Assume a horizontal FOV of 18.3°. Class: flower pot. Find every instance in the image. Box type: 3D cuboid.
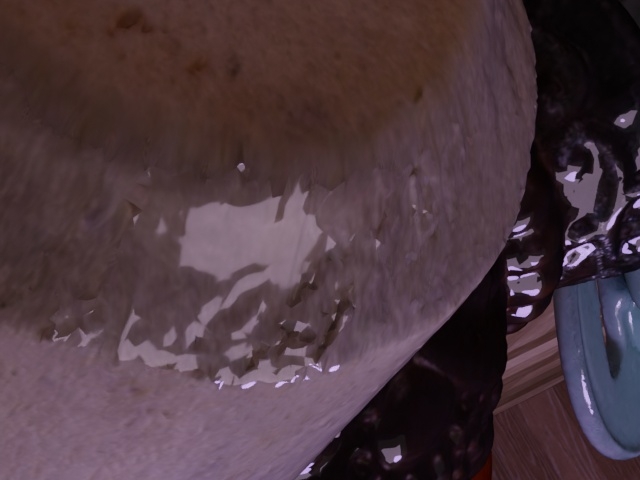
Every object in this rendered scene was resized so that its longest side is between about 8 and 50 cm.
[{"bbox_3d":[0.000,0.000,0.836,0.267,0.266,0.266,-38,172,-23],"label":"flower pot"}]

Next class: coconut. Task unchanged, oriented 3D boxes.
[{"bbox_3d":[-0.077,-0.031,0.542,0.237,0.237,0.266,-21,159,-37],"label":"coconut"}]

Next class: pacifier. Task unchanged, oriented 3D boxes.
[{"bbox_3d":[0.160,-0.025,1.271,0.269,0.288,0.343,1,-157,23],"label":"pacifier"}]

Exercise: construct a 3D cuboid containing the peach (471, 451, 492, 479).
[{"bbox_3d":[-0.063,0.124,1.128,0.332,0.307,0.308,7,145,-43],"label":"peach"}]
